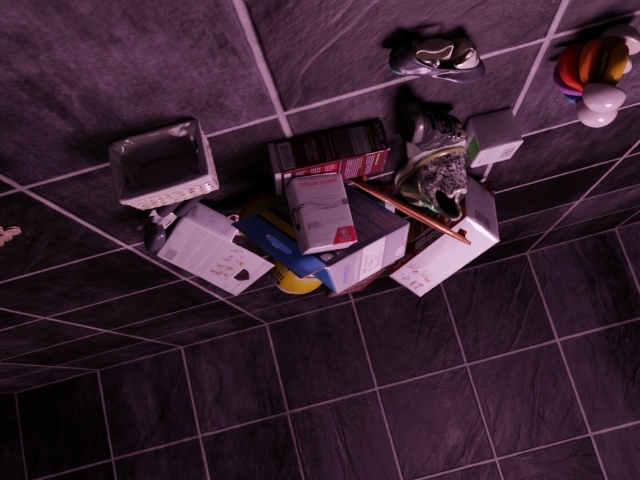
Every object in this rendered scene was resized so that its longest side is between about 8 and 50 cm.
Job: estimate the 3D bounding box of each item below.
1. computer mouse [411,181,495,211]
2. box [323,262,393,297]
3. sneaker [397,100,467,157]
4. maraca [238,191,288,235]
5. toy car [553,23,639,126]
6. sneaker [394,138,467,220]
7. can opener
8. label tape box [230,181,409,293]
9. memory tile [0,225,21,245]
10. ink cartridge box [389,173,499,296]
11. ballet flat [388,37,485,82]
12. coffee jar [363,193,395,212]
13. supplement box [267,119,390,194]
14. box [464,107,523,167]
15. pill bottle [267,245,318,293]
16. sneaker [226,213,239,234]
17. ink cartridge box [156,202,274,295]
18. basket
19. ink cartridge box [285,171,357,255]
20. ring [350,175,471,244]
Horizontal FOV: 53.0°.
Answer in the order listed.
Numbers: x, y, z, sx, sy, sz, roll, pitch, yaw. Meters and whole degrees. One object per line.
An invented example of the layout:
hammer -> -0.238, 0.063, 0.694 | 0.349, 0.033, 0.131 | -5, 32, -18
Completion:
computer mouse -> 0.421, -0.114, 2.002 | 0.262, 0.060, 0.184 | -10, 166, -19
box -> 0.093, 0.042, 2.000 | 0.143, 0.191, 0.381 | -11, 165, -16
sneaker -> 0.226, -0.236, 1.289 | 0.130, 0.087, 0.227 | -18, 169, 6
maraca -> -0.121, -0.073, 1.539 | 0.186, 0.099, 0.127 | -39, 175, 8
toy car -> 0.511, -0.314, 1.212 | 0.136, 0.159, 0.182 | 17, 174, 16
sneaker -> 0.282, -0.121, 1.583 | 0.158, 0.182, 0.410 | -16, 166, 2
can opener -> -0.316, -0.056, 1.396 | 0.076, 0.095, 0.283 | -4, 163, -39
label tape box -> 0.000, 0.000, 1.452 | 0.334, 0.241, 0.105 | -26, 137, -35
memory tile -> -0.716, -0.010, 1.334 | 0.113, 0.012, 0.148 | -25, 163, 35
ink cartridge box -> 0.353, -0.034, 1.870 | 0.130, 0.271, 0.309 | 34, 127, -18
ballet flat -> 0.209, -0.301, 1.056 | 0.203, 0.074, 0.074 | -4, 163, -29
coffee jar -> 0.107, -0.084, 1.721 | 0.184, 0.079, 0.096 | -1, -165, -42
supplement box -> 0.015, -0.171, 1.338 | 0.240, 0.073, 0.130 | -12, 166, -6
box -> 0.386, -0.232, 1.457 | 0.102, 0.087, 0.101 | -13, 166, -4
pill bottle -> -0.054, 0.051, 1.886 | 0.188, 0.187, 0.334 | -11, 165, -16
sneaker -> -0.199, -0.041, 1.660 | 0.134, 0.051, 0.070 | -6, 169, -16
ink cartridge box -> -0.259, 0.026, 1.588 | 0.239, 0.060, 0.275 | 28, 150, -16
basket -> -0.271, -0.127, 1.136 | 0.167, 0.113, 0.103 | -15, 168, 3
ink cartridge box -> 0.000, -0.055, 1.318 | 0.109, 0.150, 0.063 | -10, 170, -20
ring -> 0.219, -0.080, 1.558 | 0.032, 0.337, 0.336 | -62, 156, 4
